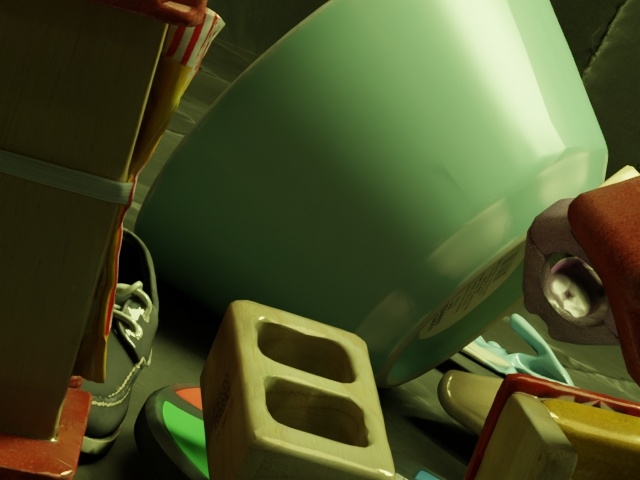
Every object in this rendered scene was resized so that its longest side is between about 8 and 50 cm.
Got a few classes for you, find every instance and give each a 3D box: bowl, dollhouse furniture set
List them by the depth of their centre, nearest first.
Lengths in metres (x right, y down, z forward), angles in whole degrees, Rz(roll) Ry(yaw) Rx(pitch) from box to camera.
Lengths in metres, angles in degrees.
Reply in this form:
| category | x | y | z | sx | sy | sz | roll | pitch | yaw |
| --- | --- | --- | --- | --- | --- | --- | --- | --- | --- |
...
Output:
| category | x | y | z | sx | sy | sz | roll | pitch | yaw |
| --- | --- | --- | --- | --- | --- | --- | --- | --- | --- |
| dollhouse furniture set | 0.000 | 0.000 | 0.659 | 0.374 | 0.201 | 0.152 | 15 | 21 | -12 |
| bowl | 0.057 | -0.026 | 1.080 | 0.163 | 0.311 | 0.311 | 50 | 15 | 15 |

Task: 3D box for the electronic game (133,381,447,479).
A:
| category | x | y | z | sx | sy | sz | roll | pitch | yaw |
| --- | --- | --- | --- | --- | --- | --- | --- | --- | --- |
| electronic game | 0.024 | 0.125 | 0.759 | 0.229 | 0.048 | 0.229 | 27 | 9 | -4 |

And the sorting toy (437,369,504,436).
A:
| category | x | y | z | sx | sy | sz | roll | pitch | yaw |
| --- | --- | --- | --- | --- | --- | --- | --- | --- | --- |
| sorting toy | 0.186 | 0.162 | 1.117 | 0.208 | 0.038 | 0.193 | 38 | 13 | 33 |

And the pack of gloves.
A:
| category | x | y | z | sx | sy | sz | roll | pitch | yaw |
| --- | --- | --- | --- | --- | --- | --- | --- | --- | --- |
| pack of gloves | 0.184 | 0.100 | 1.355 | 0.232 | 0.046 | 0.195 | 29 | 1 | 26 |

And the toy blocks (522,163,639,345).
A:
| category | x | y | z | sx | sy | sz | roll | pitch | yaw |
| --- | --- | --- | --- | --- | --- | --- | --- | --- | --- |
| toy blocks | 0.263 | 0.073 | 1.013 | 0.309 | 0.260 | 0.288 | -33 | 80 | -35 |

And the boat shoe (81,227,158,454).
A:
| category | x | y | z | sx | sy | sz | roll | pitch | yaw |
| --- | --- | --- | --- | --- | --- | --- | --- | --- | --- |
| boat shoe | -0.110 | 0.037 | 0.802 | 0.075 | 0.065 | 0.206 | 29 | 9 | -8 |
